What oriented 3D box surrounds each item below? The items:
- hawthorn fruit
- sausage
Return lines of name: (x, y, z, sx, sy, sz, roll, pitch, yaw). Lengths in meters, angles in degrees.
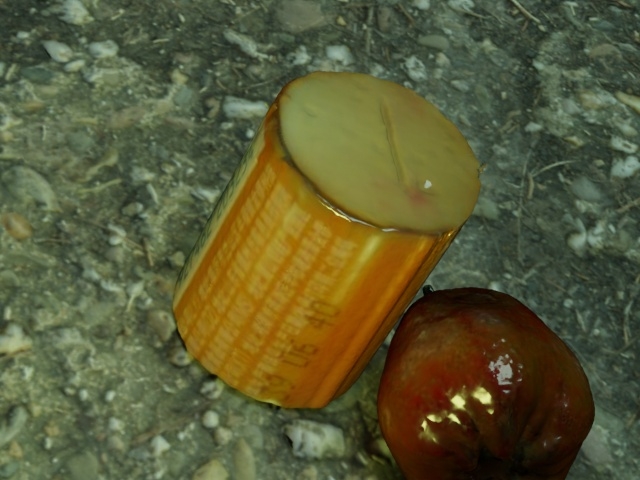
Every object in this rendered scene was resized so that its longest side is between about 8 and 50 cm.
hawthorn fruit: (0.160, 0.146, 1.746, 0.224, 0.224, 0.261, 9, 38, -22)
sausage: (0.000, 0.000, 1.727, 0.233, 0.287, 0.233, 17, 42, -16)
